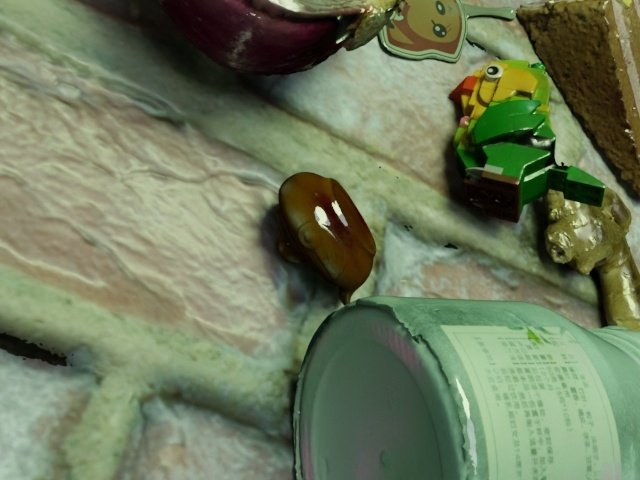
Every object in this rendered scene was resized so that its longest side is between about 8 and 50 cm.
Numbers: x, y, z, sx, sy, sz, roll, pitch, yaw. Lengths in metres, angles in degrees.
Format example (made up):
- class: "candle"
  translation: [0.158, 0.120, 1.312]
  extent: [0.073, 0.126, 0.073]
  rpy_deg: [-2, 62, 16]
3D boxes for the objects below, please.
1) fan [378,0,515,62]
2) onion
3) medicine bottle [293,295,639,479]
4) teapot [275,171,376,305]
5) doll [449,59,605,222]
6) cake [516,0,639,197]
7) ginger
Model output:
- class: "fan"
  translation: [0.143, -0.266, 0.920]
  extent: [0.220, 0.009, 0.132]
  rpy_deg: [-6, 79, -30]
- class: "onion"
  translation: [-0.084, -0.291, 0.720]
  extent: [0.348, 0.159, 0.267]
  rpy_deg: [49, 47, 0]
- class: "medicine bottle"
  translation: [0.156, 0.166, 0.667]
  extent: [0.290, 0.245, 0.244]
  rpy_deg: [2, 74, -30]
- class: "teapot"
  translation: [0.000, 0.000, 0.730]
  extent: [0.129, 0.078, 0.098]
  rpy_deg: [55, 17, -18]
- class: "doll"
  translation: [0.207, -0.110, 0.846]
  extent: [0.134, 0.106, 0.186]
  rpy_deg: [-12, 59, 9]
- class: "cake"
  translation: [0.370, -0.189, 0.973]
  extent: [0.116, 0.113, 0.295]
  rpy_deg: [-38, 101, -30]
- class: "ginger"
  translation: [0.311, 0.021, 0.903]
  extent: [0.133, 0.059, 0.214]
  rpy_deg: [-7, 80, -38]
